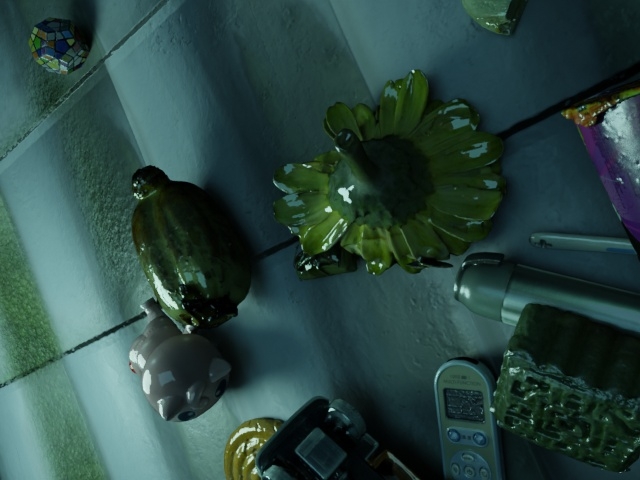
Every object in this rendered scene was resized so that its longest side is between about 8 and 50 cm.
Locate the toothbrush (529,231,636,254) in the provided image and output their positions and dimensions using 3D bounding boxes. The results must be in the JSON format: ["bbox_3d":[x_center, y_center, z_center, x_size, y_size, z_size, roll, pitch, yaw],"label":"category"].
[{"bbox_3d":[0.434,0.022,0.634,0.387,0.040,0.040,5,100,31],"label":"toothbrush"}]

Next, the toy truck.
[{"bbox_3d":[0.082,0.426,0.828,0.388,0.173,0.206,38,145,22],"label":"toy truck"}]

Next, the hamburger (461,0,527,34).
[{"bbox_3d":[0.220,-0.329,0.707,0.084,0.054,0.121,30,109,29],"label":"hamburger"}]

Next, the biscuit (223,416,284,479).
[{"bbox_3d":[-0.123,0.421,1.048,0.145,0.033,0.224,22,108,27],"label":"biscuit"}]

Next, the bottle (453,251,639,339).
[{"bbox_3d":[0.295,0.076,0.701,0.254,0.079,0.095,15,129,30],"label":"bottle"}]

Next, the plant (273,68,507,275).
[{"bbox_3d":[0.096,-0.059,0.742,0.306,0.297,0.261,-37,106,8],"label":"plant"}]

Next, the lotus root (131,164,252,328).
[{"bbox_3d":[-0.232,0.005,0.980,0.173,0.173,0.309,-35,75,31],"label":"lotus root"}]

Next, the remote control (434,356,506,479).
[{"bbox_3d":[0.216,0.284,0.807,0.087,0.047,0.244,-3,97,35],"label":"remote control"}]

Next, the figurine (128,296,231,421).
[{"bbox_3d":[-0.267,0.229,1.059,0.288,0.176,0.186,20,150,44],"label":"figurine"}]

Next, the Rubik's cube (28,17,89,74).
[{"bbox_3d":[-0.523,-0.388,1.132,0.093,0.111,0.111,37,118,-9],"label":"Rubik's cube"}]

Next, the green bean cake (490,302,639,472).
[{"bbox_3d":[0.298,0.179,0.663,0.173,0.094,0.181,21,142,22],"label":"green bean cake"}]

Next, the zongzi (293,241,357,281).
[{"bbox_3d":[0.000,0.000,0.897,0.109,0.055,0.119,-15,78,34],"label":"zongzi"}]

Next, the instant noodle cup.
[{"bbox_3d":[0.387,-0.081,0.539,0.251,0.251,0.190,-17,97,33],"label":"instant noodle cup"}]
